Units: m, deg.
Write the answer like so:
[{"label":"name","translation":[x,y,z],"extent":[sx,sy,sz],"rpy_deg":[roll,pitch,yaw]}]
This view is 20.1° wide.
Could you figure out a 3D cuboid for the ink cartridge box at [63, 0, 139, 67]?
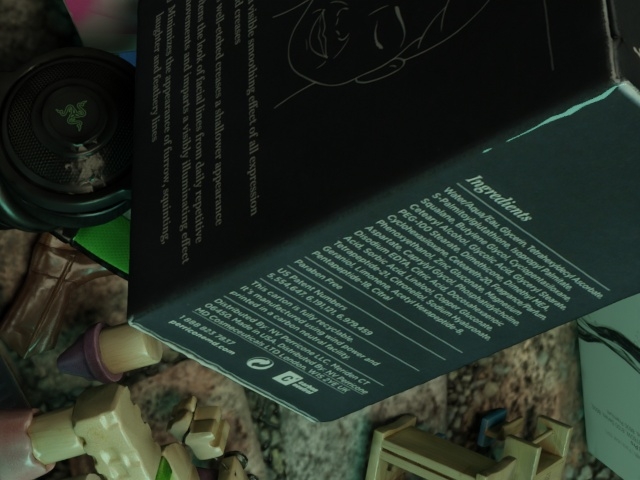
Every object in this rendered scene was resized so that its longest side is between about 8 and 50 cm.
[{"label":"ink cartridge box","translation":[-0.042,-0.223,1.367],"extent":[0.324,0.071,0.330],"rpy_deg":[-5,144,10]}]

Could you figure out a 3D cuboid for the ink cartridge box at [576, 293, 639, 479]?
[{"label":"ink cartridge box","translation":[0.413,0.038,1.821],"extent":[0.286,0.166,0.394],"rpy_deg":[-17,116,-20]}]

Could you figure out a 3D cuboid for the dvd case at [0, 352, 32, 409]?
[{"label":"dvd case","translation":[-0.344,0.146,1.557],"extent":[0.165,0.018,0.221],"rpy_deg":[-31,122,-13]}]

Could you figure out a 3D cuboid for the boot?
[{"label":"boot","translation":[-0.218,0.055,1.574],"extent":[0.106,0.037,0.114],"rpy_deg":[20,97,-19]}]

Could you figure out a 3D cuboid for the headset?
[{"label":"headset","translation":[-0.201,-0.098,1.420],"extent":[0.394,0.243,0.185],"rpy_deg":[38,70,-21]}]

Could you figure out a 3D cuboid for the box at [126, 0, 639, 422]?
[{"label":"box","translation":[0.079,-0.096,1.234],"extent":[0.395,0.293,0.212],"rpy_deg":[-26,140,33]}]

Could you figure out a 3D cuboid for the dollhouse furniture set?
[{"label":"dollhouse furniture set","translation":[0.145,0.247,1.816],"extent":[0.184,0.129,0.129],"rpy_deg":[-18,123,-54]}]

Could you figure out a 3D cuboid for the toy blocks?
[{"label":"toy blocks","translation":[-0.234,0.250,1.551],"extent":[0.260,0.309,0.288],"rpy_deg":[-16,120,16]}]
